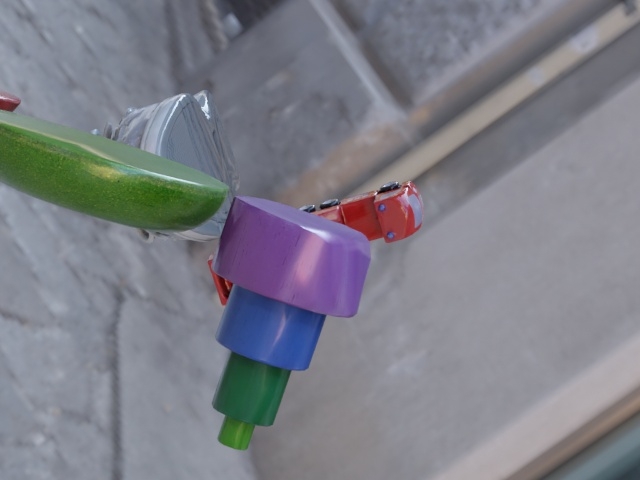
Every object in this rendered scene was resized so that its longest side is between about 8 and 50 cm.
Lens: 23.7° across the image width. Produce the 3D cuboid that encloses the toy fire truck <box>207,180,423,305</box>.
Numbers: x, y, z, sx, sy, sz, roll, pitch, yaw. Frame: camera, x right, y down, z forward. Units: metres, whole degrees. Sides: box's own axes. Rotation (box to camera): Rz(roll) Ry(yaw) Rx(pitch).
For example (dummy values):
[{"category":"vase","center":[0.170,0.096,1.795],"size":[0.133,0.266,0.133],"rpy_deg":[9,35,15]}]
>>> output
[{"category":"toy fire truck","center":[0.000,0.000,1.432],"size":[0.135,0.192,0.047],"rpy_deg":[-62,136,-72]}]

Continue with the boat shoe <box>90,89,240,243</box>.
[{"category":"boat shoe","center":[-0.131,-0.057,1.238],"size":[0.320,0.103,0.118],"rpy_deg":[-92,163,-77]}]

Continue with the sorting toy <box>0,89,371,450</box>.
[{"category":"sorting toy","center":[-0.140,0.003,0.735],"size":[0.366,0.126,0.127],"rpy_deg":[22,6,34]}]
